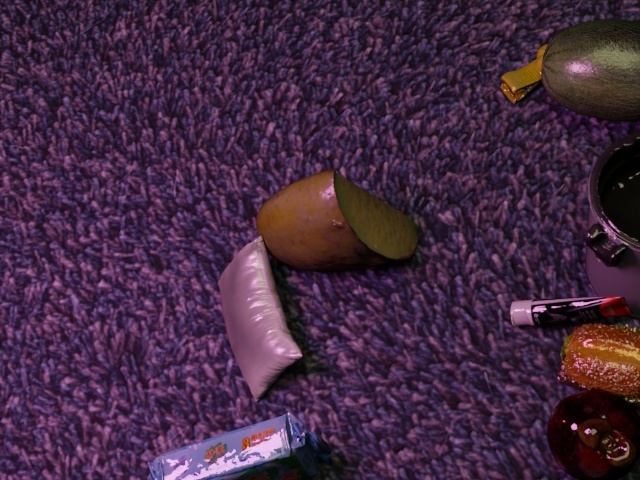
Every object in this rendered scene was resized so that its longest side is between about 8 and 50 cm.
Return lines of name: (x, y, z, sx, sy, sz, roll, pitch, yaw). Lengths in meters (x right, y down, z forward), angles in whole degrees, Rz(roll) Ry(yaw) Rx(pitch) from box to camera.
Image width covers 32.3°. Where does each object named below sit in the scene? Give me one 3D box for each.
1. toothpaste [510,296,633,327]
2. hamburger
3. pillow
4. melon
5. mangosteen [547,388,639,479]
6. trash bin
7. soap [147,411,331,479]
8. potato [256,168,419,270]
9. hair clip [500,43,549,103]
toothpaste: (0.412, 0.114, 1.828, 0.193, 0.071, 0.045, -5, 61, 25)
hamburger: (0.470, 0.192, 1.785, 0.166, 0.087, 0.137, 16, 68, 19)
pillow: (-0.107, 0.133, 1.920, 0.144, 0.078, 0.254, -40, 55, 33)
melon: (0.538, -0.301, 1.967, 0.288, 0.182, 0.182, 9, 66, 14)
mangosteen: (0.426, 0.301, 1.706, 0.152, 0.152, 0.152, -5, 63, 9)
trash bin: (0.538, -0.020, 1.779, 0.277, 0.262, 0.217, -37, 62, -9)
soap: (-0.132, 0.363, 1.783, 0.293, 0.156, 0.077, -19, 60, 2)
potato: (0.000, 0.000, 1.950, 0.255, 0.269, 0.112, -15, 59, 35)
hair clip: (0.418, -0.329, 2.081, 0.173, 0.046, 0.072, -31, 66, -7)
